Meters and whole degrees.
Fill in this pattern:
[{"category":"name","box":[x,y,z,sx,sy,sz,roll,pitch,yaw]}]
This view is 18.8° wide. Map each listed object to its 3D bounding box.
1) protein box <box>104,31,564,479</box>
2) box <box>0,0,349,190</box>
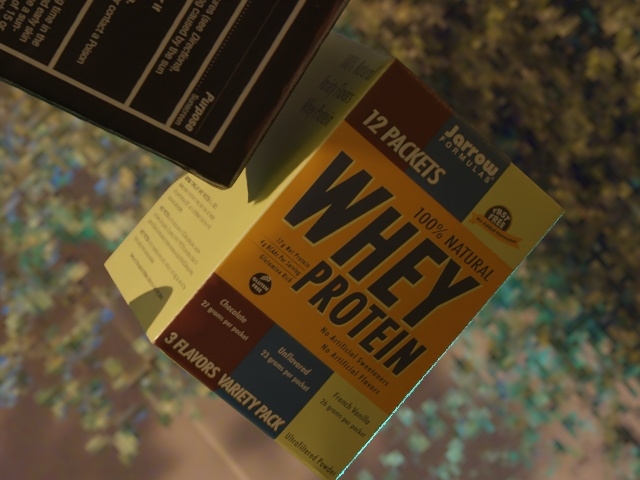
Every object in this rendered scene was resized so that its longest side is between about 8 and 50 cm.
[{"category":"protein box","box":[0.000,0.000,1.135,0.136,0.201,0.200,40,180,-18]},{"category":"box","box":[-0.110,-0.234,1.019,0.294,0.296,0.182,27,-162,-22]}]
